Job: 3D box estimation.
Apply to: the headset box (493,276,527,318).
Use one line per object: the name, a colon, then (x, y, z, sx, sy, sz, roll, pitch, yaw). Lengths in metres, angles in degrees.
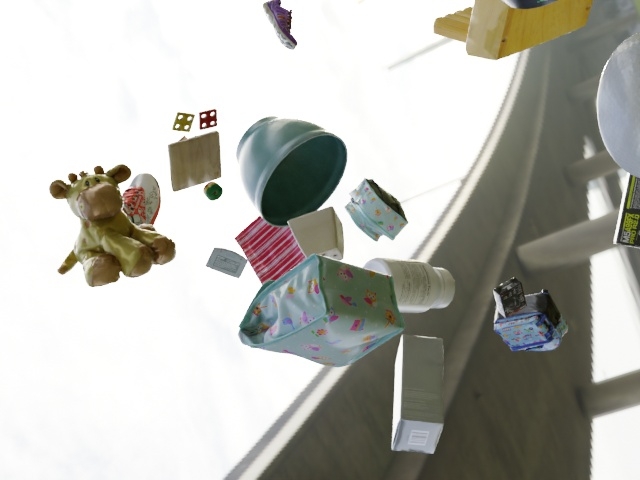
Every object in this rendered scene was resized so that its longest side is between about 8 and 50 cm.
headset box: (0.444, 0.137, 2.155, 0.032, 0.062, 0.083, 48, 164, 53)

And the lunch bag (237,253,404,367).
lunch bag: (-0.006, 0.154, 1.810, 0.223, 0.262, 0.160, 16, -128, -38)

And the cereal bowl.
cereal bowl: (0.784, -0.301, 2.040, 0.339, 0.141, 0.339, -3, -83, -29)

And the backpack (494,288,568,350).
backpack: (0.543, 0.224, 2.356, 0.173, 0.158, 0.117, 50, -137, -32)

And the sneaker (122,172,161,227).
sneaker: (-0.463, -0.078, 2.217, 0.145, 0.090, 0.270, 54, -145, -54)

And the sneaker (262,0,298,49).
sneaker: (-0.099, -0.590, 2.488, 0.170, 0.071, 0.068, 64, 179, 21)

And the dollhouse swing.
dollhouse swing: (0.503, -0.667, 2.459, 0.305, 0.347, 0.315, 45, 147, 34)

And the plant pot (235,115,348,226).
plant pot: (-0.101, -0.210, 2.444, 0.196, 0.293, 0.293, 43, -171, 29)

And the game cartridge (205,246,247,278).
game cartridge: (-0.205, 0.047, 2.031, 0.083, 0.056, 0.017, 22, -161, -20)

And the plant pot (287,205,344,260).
plant pot: (0.000, 0.000, 2.088, 0.109, 0.109, 0.096, 58, -165, -63)

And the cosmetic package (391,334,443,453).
cosmetic package: (0.217, 0.339, 2.054, 0.238, 0.107, 0.127, -87, 2, -47)

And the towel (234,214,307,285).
towel: (-0.130, 0.044, 2.754, 0.275, 0.199, 0.031, 59, -157, 18)

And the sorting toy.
sorting toy: (-0.309, -0.206, 2.221, 0.046, 0.132, 0.274, 45, 146, 41)

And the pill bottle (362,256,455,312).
pill bottle: (0.215, 0.112, 2.262, 0.229, 0.131, 0.131, 6, -119, -38)

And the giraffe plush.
giraffe plush: (-0.361, -0.037, 1.552, 0.181, 0.210, 0.170, -27, -64, -44)

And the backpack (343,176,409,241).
backpack: (0.169, -0.081, 2.732, 0.166, 0.144, 0.188, 40, -176, -30)

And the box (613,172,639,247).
box: (0.874, -0.103, 2.319, 0.060, 0.216, 0.270, -6, -74, -77)

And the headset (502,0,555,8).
headset: (0.508, -0.656, 2.145, 0.185, 0.243, 0.394, 47, -160, -39)
